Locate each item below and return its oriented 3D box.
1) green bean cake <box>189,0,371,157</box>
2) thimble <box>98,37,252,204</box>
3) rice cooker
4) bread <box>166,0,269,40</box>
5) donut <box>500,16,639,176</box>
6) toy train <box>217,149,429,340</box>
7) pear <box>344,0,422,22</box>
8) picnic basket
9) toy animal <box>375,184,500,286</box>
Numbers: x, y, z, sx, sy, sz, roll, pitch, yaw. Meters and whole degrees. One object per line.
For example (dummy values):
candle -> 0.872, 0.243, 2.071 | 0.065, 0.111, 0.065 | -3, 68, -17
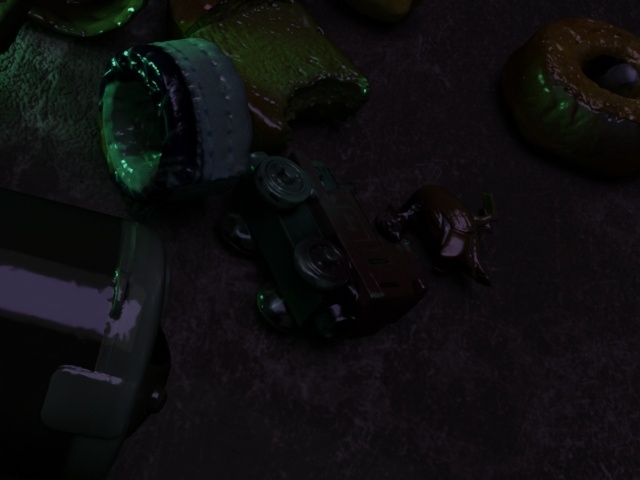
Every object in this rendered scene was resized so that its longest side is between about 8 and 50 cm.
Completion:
green bean cake -> -0.073, -0.234, 1.830 | 0.236, 0.124, 0.233 | -30, 72, -37
thimble -> -0.199, -0.158, 1.653 | 0.150, 0.237, 0.237 | -14, 64, -34
rice cooker -> -0.331, 0.109, 1.356 | 0.325, 0.335, 0.335 | 14, 52, -15
bread -> -0.159, -0.395, 1.905 | 0.260, 0.129, 0.134 | -28, 71, -38
donut -> 0.476, -0.251, 2.079 | 0.317, 0.150, 0.299 | -20, 70, -34
toy train -> 0.000, 0.000, 1.698 | 0.222, 0.150, 0.304 | -6, 58, -40
pear -> 0.110, -0.460, 2.062 | 0.178, 0.178, 0.178 | 12, 53, -17
picnic basket -> -0.394, -0.401, 1.685 | 0.337, 0.293, 0.337 | 23, 41, -22
toy animal -> 0.186, -0.003, 1.820 | 0.179, 0.089, 0.188 | -14, 63, -13
